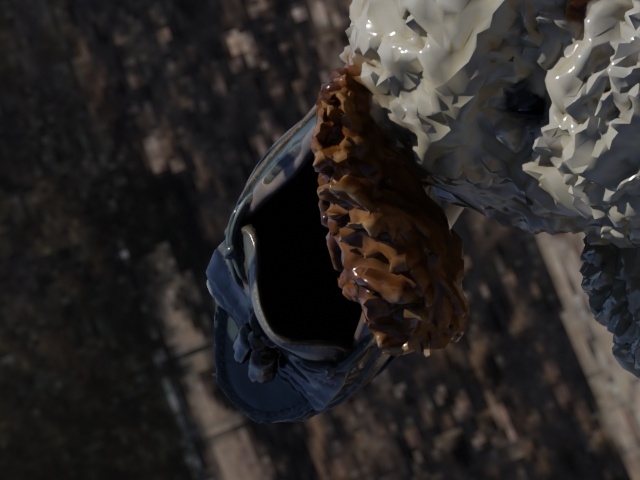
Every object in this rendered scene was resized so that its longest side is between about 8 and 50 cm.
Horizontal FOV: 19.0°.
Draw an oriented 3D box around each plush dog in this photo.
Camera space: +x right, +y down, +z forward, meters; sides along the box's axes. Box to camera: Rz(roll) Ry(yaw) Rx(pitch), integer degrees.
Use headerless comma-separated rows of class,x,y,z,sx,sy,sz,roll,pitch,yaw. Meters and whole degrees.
plush dog,0.118,-0.050,0.547,0.262,0.225,0.210,-60,11,13

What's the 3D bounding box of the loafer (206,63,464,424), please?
loafer,0.000,0.000,0.753,0.096,0.084,0.267,42,140,9
